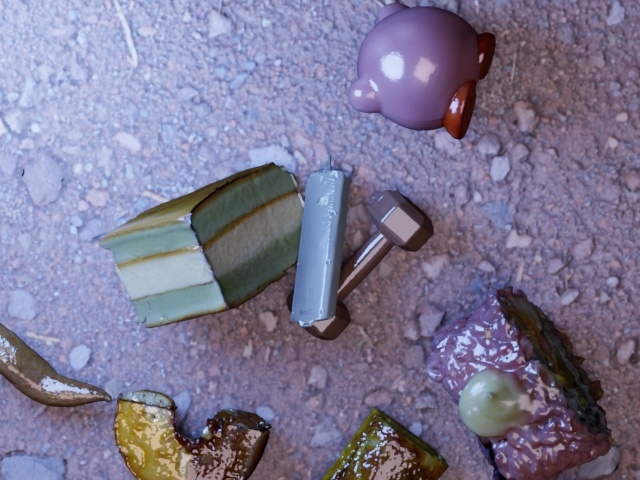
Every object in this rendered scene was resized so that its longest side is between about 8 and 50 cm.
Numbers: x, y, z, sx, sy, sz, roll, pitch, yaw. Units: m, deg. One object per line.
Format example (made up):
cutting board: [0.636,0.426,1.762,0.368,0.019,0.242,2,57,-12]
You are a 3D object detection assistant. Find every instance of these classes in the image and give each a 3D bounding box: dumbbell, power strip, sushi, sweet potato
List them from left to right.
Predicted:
sweet potato: [-0.429,0.173,1.887,0.281,0.059,0.067,33,86,-4]
power strip: [0.000,0.000,1.818,0.060,0.027,0.253,-5,67,32]
dumbbell: [0.053,0.036,1.844,0.231,0.092,0.082,-47,122,8]
sushi: [0.259,0.203,1.786,0.171,0.236,0.270,-34,82,20]

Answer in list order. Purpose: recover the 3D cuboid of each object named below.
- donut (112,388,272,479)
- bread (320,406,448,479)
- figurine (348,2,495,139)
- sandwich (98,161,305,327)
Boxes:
donut: [-0.188,0.286,1.885,0.217,0.085,0.141,16,99,0]
bread: [0.080,0.344,1.878,0.132,0.103,0.172,36,94,-11]
figurine: [0.131,-0.228,1.761,0.173,0.173,0.173,0,98,1]
sandwich: [-0.157,0.005,1.836,0.198,0.227,0.155,-15,102,39]
